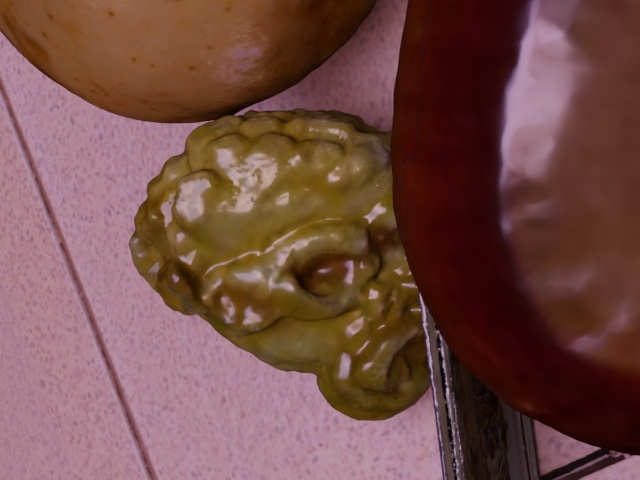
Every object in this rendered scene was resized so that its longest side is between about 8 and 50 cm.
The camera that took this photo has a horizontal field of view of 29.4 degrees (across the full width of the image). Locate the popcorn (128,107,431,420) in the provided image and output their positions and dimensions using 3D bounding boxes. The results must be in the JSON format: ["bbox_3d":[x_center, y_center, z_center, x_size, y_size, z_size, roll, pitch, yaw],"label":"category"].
[{"bbox_3d":[0.000,0.000,1.003,0.286,0.174,0.225,33,105,-8],"label":"popcorn"}]

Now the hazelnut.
[{"bbox_3d":[0.217,-0.077,0.740,0.359,0.359,0.409,21,108,38],"label":"hazelnut"}]

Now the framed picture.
[{"bbox_3d":[0.120,0.087,0.912,0.017,0.217,0.274,-8,90,23],"label":"framed picture"}]

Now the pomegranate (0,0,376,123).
[{"bbox_3d":[-0.139,-0.278,0.963,0.410,0.410,0.410,4,97,40],"label":"pomegranate"}]
